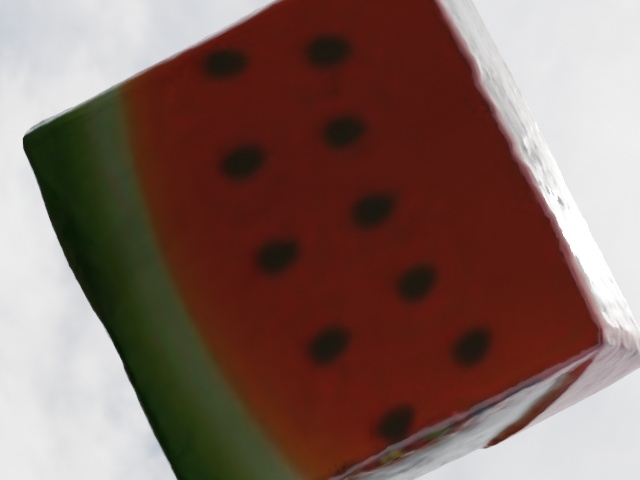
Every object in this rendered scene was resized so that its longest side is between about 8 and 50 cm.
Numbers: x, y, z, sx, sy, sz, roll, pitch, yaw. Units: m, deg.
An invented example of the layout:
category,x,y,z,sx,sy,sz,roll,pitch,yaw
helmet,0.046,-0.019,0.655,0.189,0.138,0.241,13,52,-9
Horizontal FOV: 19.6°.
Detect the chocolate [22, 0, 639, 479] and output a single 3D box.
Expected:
category,x,y,z,sx,sy,sz,roll,pitch,yaw
chocolate,0.000,0.000,1.282,0.341,0.161,0.360,-27,-98,6
